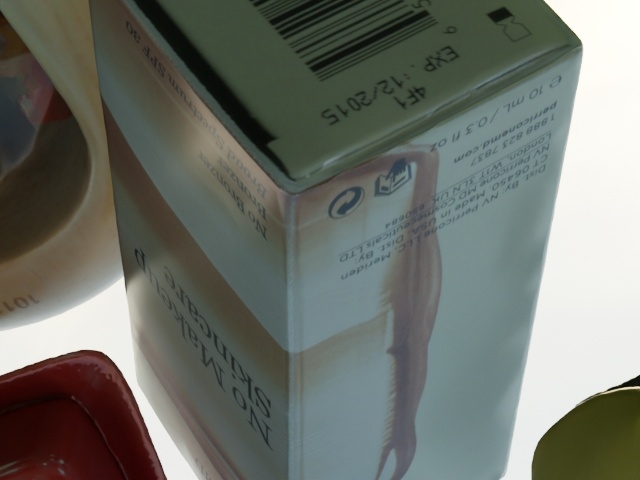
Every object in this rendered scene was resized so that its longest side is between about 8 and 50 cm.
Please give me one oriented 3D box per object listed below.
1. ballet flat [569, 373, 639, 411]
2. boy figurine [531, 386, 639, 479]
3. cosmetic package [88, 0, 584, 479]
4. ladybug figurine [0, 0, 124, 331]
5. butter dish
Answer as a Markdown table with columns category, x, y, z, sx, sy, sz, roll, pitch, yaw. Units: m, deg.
| category | x | y | z | sx | sy | sz | roll | pitch | yaw |
| --- | --- | --- | --- | --- | --- | --- | --- | --- | --- |
| ballet flat | 0.313 | 0.165 | 1.820 | 0.173 | 0.057 | 0.049 | -12 | 162 | -25 |
| boy figurine | 0.127 | 0.166 | 0.442 | 0.177 | 0.285 | 0.092 | 0 | 151 | -27 |
| cosmetic package | 0.000 | 0.000 | 0.752 | 0.129 | 0.296 | 0.153 | -28 | -123 | -20 |
| ladybug figurine | -0.219 | -0.120 | 0.807 | 0.305 | 0.449 | 0.162 | -14 | -125 | 7 |
| butter dish | -0.135 | 0.148 | 0.754 | 0.160 | 0.160 | 0.118 | -20 | -170 | 0 |
